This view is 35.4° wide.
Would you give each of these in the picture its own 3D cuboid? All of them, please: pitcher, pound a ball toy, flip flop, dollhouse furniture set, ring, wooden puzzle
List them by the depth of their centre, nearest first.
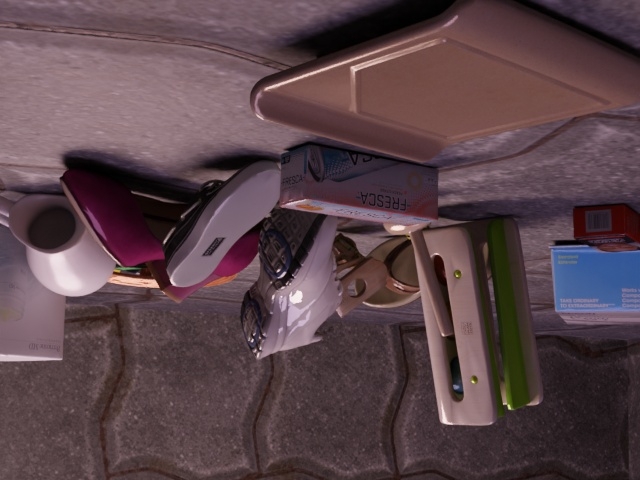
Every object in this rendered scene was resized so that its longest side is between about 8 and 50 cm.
[{"bbox_3d":[0.098,-0.124,0.780,0.221,0.044,0.238,10,164,-40],"label":"wooden puzzle"},{"bbox_3d":[0.177,0.093,1.390,0.208,0.319,0.135,-11,-178,-44],"label":"pound a ball toy"},{"bbox_3d":[-0.390,-0.004,1.444,0.177,0.126,0.207,21,163,10],"label":"pitcher"},{"bbox_3d":[0.152,0.040,1.560,0.080,0.112,0.277,1,170,-45],"label":"flip flop"},{"bbox_3d":[0.000,0.000,1.575,0.182,0.101,0.161,39,162,55],"label":"dollhouse furniture set"},{"bbox_3d":[-0.311,0.030,1.751,0.336,0.032,0.336,3,164,1],"label":"ring"}]

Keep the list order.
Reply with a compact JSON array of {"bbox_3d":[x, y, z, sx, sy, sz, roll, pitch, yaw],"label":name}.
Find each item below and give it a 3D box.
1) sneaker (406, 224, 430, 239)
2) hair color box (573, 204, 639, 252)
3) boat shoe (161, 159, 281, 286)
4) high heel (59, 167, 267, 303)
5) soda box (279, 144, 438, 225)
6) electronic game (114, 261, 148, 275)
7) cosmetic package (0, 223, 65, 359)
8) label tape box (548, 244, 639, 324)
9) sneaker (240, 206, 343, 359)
[{"bbox_3d":[0.131,-0.018,1.438,0.083,0.035,0.031,11,167,-44],"label":"sneaker"},{"bbox_3d":[0.400,-0.015,1.377,0.072,0.043,0.141,-4,170,31],"label":"hair color box"},{"bbox_3d":[-0.126,-0.033,1.188,0.077,0.070,0.219,4,141,-45],"label":"boat shoe"},{"bbox_3d":[-0.193,-0.041,1.319,0.181,0.127,0.377,-36,158,1],"label":"high heel"},{"bbox_3d":[0.046,-0.059,1.113,0.183,0.063,0.058,7,169,-34],"label":"soda box"},{"bbox_3d":[-0.315,0.059,1.991,0.229,0.048,0.229,2,171,0],"label":"electronic game"},{"bbox_3d":[-0.501,0.066,1.508,0.138,0.225,0.224,-2,171,24],"label":"cosmetic package"},{"bbox_3d":[0.533,0.080,1.733,0.249,0.115,0.347,-1,172,18],"label":"label tape box"},{"bbox_3d":[-0.025,0.049,1.428,0.129,0.111,0.297,-5,141,-25],"label":"sneaker"}]
